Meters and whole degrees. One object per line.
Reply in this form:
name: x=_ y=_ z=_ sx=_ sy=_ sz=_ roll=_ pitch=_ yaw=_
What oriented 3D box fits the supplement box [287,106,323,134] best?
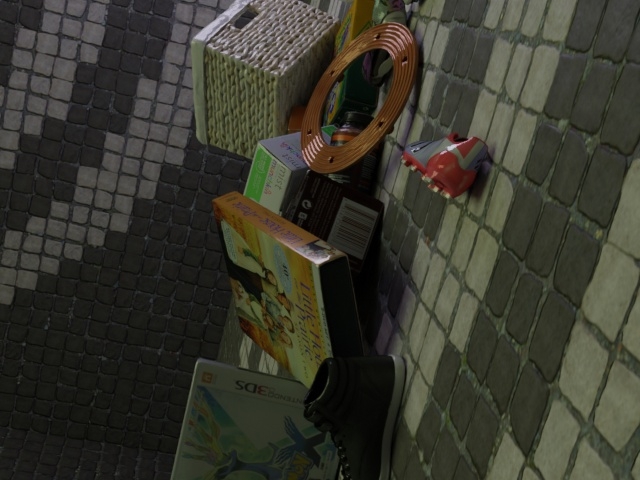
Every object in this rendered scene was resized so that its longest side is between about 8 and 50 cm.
supplement box: x=-0.022 y=-0.233 z=2.264 sx=0.233 sy=0.080 sz=0.078 roll=72 pitch=-156 yaw=-58

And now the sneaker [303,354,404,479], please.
sneaker: x=0.034 y=0.315 z=1.427 sx=0.104 sy=0.146 sz=0.296 roll=169 pitch=112 yaw=-76

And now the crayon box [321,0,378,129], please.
crayon box: x=0.081 y=-0.419 z=2.142 sx=0.203 sy=0.083 sz=0.323 roll=128 pitch=152 yaw=-66

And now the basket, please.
basket: x=-0.131 y=-0.416 z=2.322 sx=0.328 sy=0.266 sz=0.331 roll=-51 pitch=-25 yaw=-38

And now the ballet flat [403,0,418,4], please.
ballet flat: x=0.179 y=-0.635 z=1.698 sx=0.400 sy=0.139 sz=0.139 roll=108 pitch=168 yaw=-45

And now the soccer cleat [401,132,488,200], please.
soccer cleat: x=0.186 y=-0.121 z=1.357 sx=0.095 sy=0.083 sz=0.248 roll=-47 pitch=11 yaw=6

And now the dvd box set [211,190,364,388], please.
dvd box set: x=-0.060 y=0.106 z=1.664 sx=0.420 sy=0.062 sz=0.308 roll=31 pitch=137 yaw=54

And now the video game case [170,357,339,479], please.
video game case: x=-0.119 y=0.411 z=1.698 sx=0.036 sy=0.299 sz=0.329 roll=-71 pitch=-6 yaw=-85

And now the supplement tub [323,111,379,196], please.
supplement tub: x=0.065 y=-0.163 z=1.894 sx=0.106 sy=0.106 sz=0.198 roll=168 pitch=115 yaw=-78

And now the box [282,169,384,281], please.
box: x=0.000 y=0.000 z=1.807 sx=0.203 sy=0.167 sz=0.168 roll=124 pitch=168 yaw=-61

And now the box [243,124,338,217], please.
box: x=-0.049 y=-0.101 z=2.035 sx=0.127 sy=0.231 sz=0.262 roll=43 pitch=132 yaw=29

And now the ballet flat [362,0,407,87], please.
ballet flat: x=0.140 y=-0.417 z=1.903 sx=0.079 sy=0.076 sz=0.222 roll=-117 pitch=31 yaw=-43

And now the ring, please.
ring: x=0.078 y=-0.281 z=1.820 sx=0.336 sy=0.032 sz=0.337 roll=-35 pitch=41 yaw=38

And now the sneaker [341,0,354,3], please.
sneaker: x=0.090 y=-0.716 z=2.349 sx=0.292 sy=0.108 sz=0.169 roll=-95 pitch=17 yaw=-60
